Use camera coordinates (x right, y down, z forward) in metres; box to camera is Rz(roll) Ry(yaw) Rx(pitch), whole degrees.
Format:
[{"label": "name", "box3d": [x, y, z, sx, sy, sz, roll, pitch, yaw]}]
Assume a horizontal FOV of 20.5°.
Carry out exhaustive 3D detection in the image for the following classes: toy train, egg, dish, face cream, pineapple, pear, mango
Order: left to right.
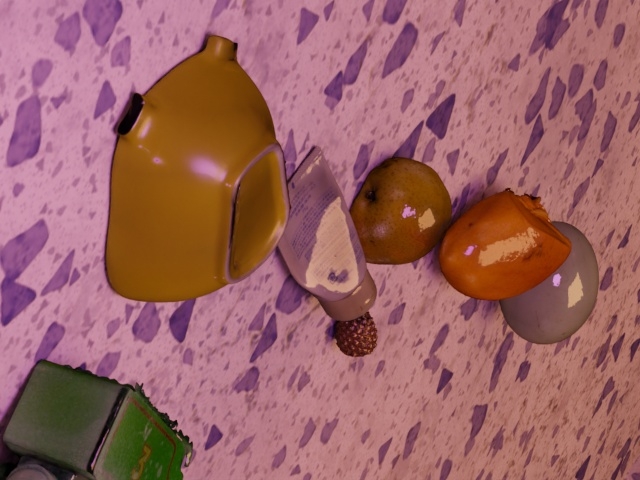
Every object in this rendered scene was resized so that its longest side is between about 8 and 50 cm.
[{"label": "toy train", "box3d": [-0.224, 0.232, 1.697, 0.188, 0.132, 0.243, -66, 157, -19]}, {"label": "dish", "box3d": [-0.099, -0.049, 1.706, 0.221, 0.108, 0.262, -45, 149, -41]}, {"label": "face cream", "box3d": [0.000, 0.000, 2.036, 0.114, 0.070, 0.224, -56, 142, -23]}, {"label": "pineapple", "box3d": [0.048, 0.085, 2.203, 0.058, 0.058, 0.124, -40, 145, -44]}, {"label": "pear", "box3d": [0.104, -0.028, 2.159, 0.141, 0.104, 0.141, -40, 142, -40]}, {"label": "mango", "box3d": [0.251, 0.009, 2.467, 0.252, 0.126, 0.154, -11, 143, -51]}, {"label": "egg", "box3d": [0.346, 0.064, 2.683, 0.149, 0.149, 0.192, -16, 124, -60]}]
